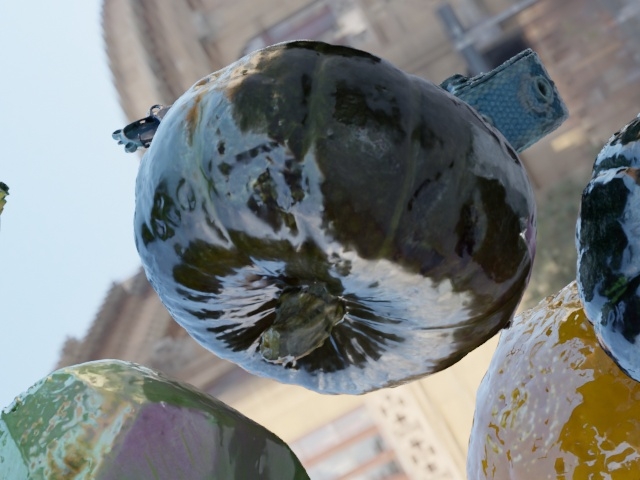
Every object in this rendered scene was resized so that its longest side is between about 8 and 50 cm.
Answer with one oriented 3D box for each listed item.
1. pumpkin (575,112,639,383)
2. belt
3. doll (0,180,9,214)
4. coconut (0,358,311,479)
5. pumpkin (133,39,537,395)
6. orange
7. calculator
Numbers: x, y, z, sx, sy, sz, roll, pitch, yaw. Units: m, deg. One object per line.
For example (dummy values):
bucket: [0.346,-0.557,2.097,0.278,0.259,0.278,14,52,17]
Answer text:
pumpkin: [0.258,0.004,0.955,0.221,0.220,0.162,65,-175,19]
belt: [0.116,-0.091,1.314,0.163,0.147,0.082,-35,-86,-49]
doll: [-0.354,0.012,1.515,0.106,0.186,0.134,40,-149,11]
coconut: [-0.104,0.192,0.971,0.204,0.236,0.236,45,-160,-44]
pumpkin: [0.000,0.002,1.020,0.260,0.260,0.189,51,-144,-39]
orange: [0.285,0.189,1.328,0.341,0.340,0.293,55,-161,-25]
calculator: [-0.140,-0.120,1.650,0.094,0.141,0.019,-130,24,-56]
